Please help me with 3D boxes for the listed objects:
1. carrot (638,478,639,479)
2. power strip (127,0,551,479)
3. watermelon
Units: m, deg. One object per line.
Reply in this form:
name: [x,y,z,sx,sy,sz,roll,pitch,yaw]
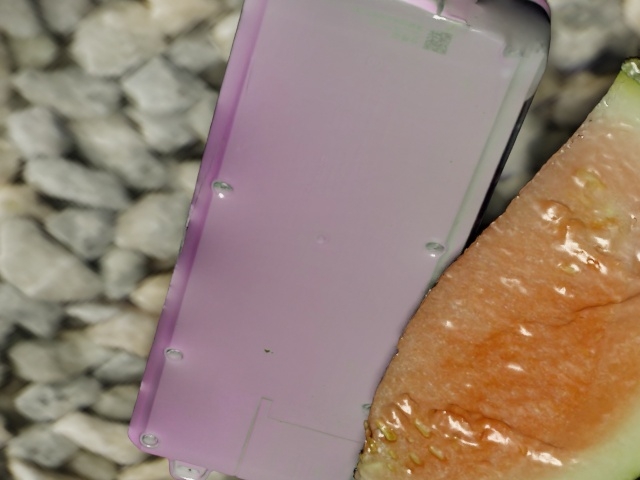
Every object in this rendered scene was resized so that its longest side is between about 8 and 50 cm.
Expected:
carrot: [0.114,0.131,0.786,0.260,0.070,0.070,-3,131,29]
power strip: [0.000,0.000,0.741,0.109,0.037,0.279,16,131,-4]
watermelon: [0.096,0.033,0.728,0.119,0.063,0.245,20,128,-13]
